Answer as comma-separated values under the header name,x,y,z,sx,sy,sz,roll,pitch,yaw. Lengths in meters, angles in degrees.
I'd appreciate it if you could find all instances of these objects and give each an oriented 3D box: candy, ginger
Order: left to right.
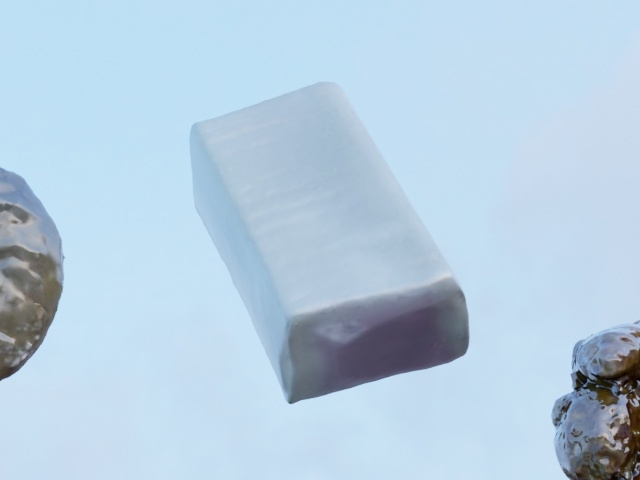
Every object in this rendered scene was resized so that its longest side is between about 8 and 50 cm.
name,x,y,z,sx,sy,sz,roll,pitch,yaw
candy,0.002,-0.002,1.997,0.208,0.358,0.145,-16,-42,-12
ginger,0.172,0.084,0.953,0.162,0.103,0.073,-45,-22,-48

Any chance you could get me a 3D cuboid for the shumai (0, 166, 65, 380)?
name,x,y,z,sx,sy,sz,roll,pitch,yaw
shumai,-0.227,0.013,0.884,0.210,0.161,0.153,13,-19,-4
